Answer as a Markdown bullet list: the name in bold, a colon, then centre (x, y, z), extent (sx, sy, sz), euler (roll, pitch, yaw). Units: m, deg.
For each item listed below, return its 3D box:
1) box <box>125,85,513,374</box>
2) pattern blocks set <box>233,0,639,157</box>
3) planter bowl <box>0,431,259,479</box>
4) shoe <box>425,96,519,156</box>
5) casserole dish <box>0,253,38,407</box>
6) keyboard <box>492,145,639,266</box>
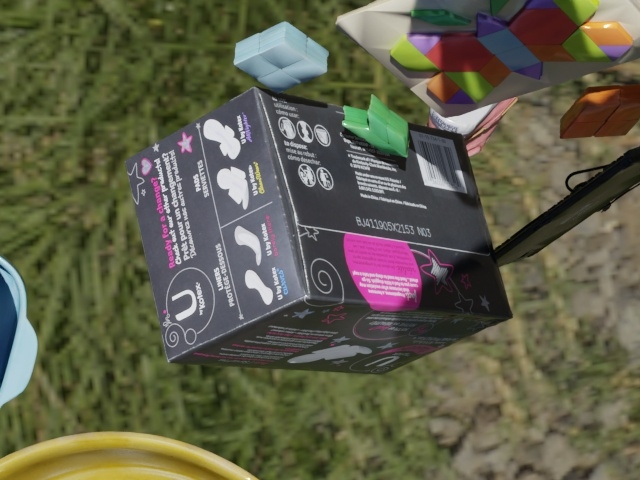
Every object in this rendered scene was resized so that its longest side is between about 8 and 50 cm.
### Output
- **box**: centre (0.000, 0.000, 1.328), extent (0.142, 0.247, 0.163), euler (-26, 69, 34)
- **pattern blocks set**: centre (0.118, -0.133, 1.144), extent (0.325, 0.285, 0.026), euler (-28, 49, 44)
- **planter bowl**: centre (-0.086, 0.193, 0.821), extent (0.217, 0.090, 0.217), euler (0, 87, 4)
- **shoe**: centre (0.153, -0.142, 1.645), extent (0.063, 0.178, 0.081), euler (39, 151, 10)
- **casserole dish**: centre (-0.241, 0.036, 0.995), extent (0.188, 0.037, 0.114), euler (18, 105, 5)
- **keyboard**: centre (0.193, -0.037, 1.373), extent (0.192, 0.100, 0.038), euler (-38, 73, 47)
